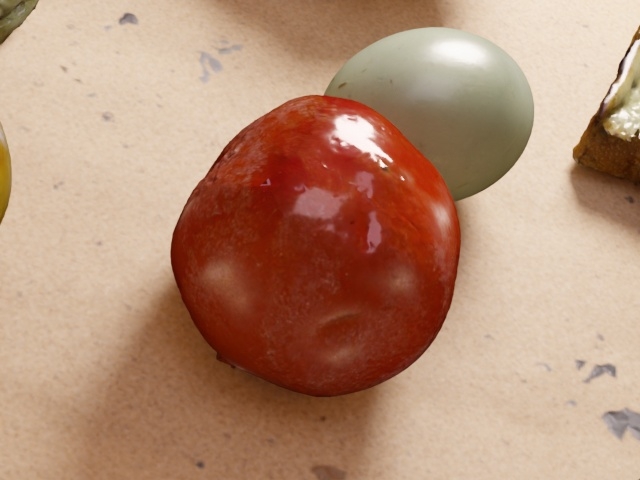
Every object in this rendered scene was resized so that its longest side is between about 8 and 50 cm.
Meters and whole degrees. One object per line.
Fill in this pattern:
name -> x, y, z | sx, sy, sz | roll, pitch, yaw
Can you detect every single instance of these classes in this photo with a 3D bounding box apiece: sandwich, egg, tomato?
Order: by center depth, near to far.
tomato -> 0.004, 0.002, 1.324 | 0.232, 0.189, 0.232 | 11, 51, -13
egg -> 0.089, -0.104, 1.476 | 0.192, 0.149, 0.149 | -11, 56, -21
sandwich -> 0.384, -0.103, 1.635 | 0.251, 0.087, 0.226 | 28, 56, 3

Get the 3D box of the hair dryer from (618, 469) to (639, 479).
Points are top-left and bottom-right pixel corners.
hair dryer -> 0.331, 0.295, 1.265 | 0.203, 0.128, 0.362 | -20, 53, -33

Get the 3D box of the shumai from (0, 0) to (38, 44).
shumai -> -0.339, -0.267, 1.411 | 0.222, 0.204, 0.272 | 38, 51, 14

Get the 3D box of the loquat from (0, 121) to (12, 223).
loquat -> -0.302, -0.037, 1.263 | 0.152, 0.152, 0.195 | 33, 59, 8
